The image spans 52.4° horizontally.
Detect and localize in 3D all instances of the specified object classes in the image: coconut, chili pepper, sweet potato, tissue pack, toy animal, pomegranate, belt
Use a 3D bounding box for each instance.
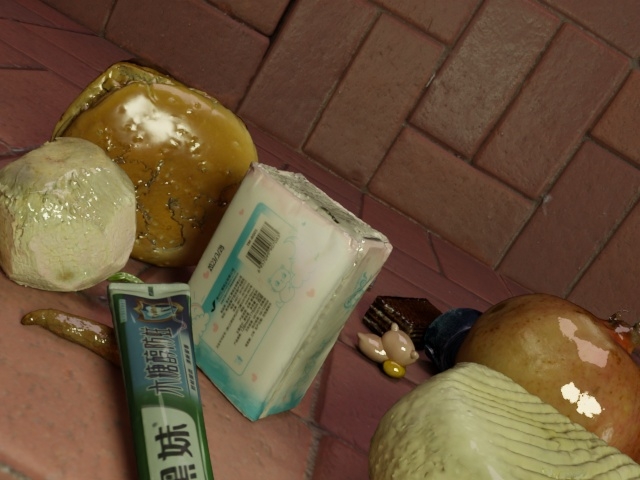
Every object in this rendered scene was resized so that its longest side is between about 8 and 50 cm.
[{"bbox_3d":[-0.323,-0.025,0.815,0.194,0.194,0.194,29,14,-8],"label":"coconut"},{"bbox_3d":[-0.265,0.064,0.934,0.083,0.017,0.030,30,16,-6],"label":"chili pepper"},{"bbox_3d":[-0.234,0.124,0.744,0.214,0.050,0.050,27,14,-1],"label":"sweet potato"},{"bbox_3d":[-0.059,0.064,0.840,0.201,0.271,0.124,37,17,24],"label":"tissue pack"},{"bbox_3d":[0.130,0.190,1.183,0.114,0.082,0.091,37,14,25],"label":"toy animal"},{"bbox_3d":[0.400,0.239,1.088,0.338,0.338,0.338,29,14,-8],"label":"pomegranate"},{"bbox_3d":[0.297,0.215,1.319,0.190,0.142,0.082,19,16,-35],"label":"belt"}]

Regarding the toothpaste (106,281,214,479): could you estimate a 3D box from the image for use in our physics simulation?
[{"bbox_3d":[-0.152,0.164,0.644,0.098,0.061,0.392,2,36,-23],"label":"toothpaste"}]

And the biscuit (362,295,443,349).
[{"bbox_3d":[0.197,0.178,1.391,0.106,0.070,0.252,41,17,31],"label":"biscuit"}]

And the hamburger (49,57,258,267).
[{"bbox_3d":[-0.255,-0.110,1.001,0.304,0.284,0.174,23,19,-29],"label":"hamburger"}]

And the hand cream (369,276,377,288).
[{"bbox_3d":[0.000,0.000,1.609,0.340,0.078,0.124,36,14,3],"label":"hand cream"}]

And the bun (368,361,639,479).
[{"bbox_3d":[0.198,0.296,0.667,0.348,0.227,0.352,20,15,-37],"label":"bun"}]
